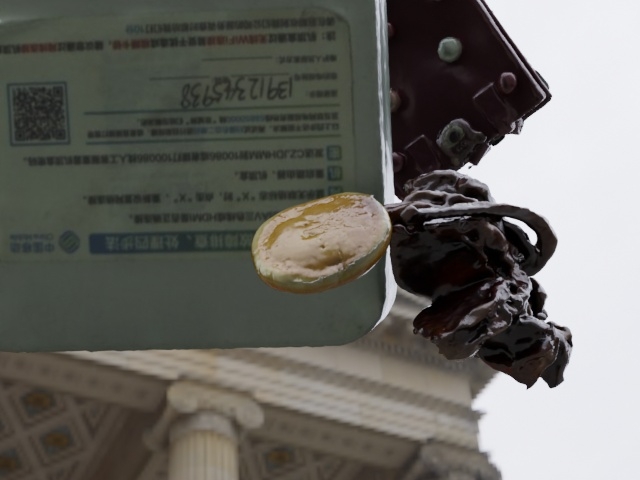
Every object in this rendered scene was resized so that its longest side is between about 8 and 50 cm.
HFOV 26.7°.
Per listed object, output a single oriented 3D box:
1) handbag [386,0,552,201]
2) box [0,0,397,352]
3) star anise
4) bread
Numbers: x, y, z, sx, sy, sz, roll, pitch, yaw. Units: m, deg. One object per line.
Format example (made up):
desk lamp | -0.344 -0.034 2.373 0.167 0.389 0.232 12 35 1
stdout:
handbag | 0.117 -0.170 1.462 0.203 0.216 0.074 -37 -14 24
box | -0.135 -0.097 1.189 0.396 0.111 0.396 -1 -85 8
star anise | 0.133 0.034 1.067 0.126 0.220 0.190 -20 -82 11
bread | 0.000 0.000 0.986 0.110 0.110 0.024 -12 -55 7
